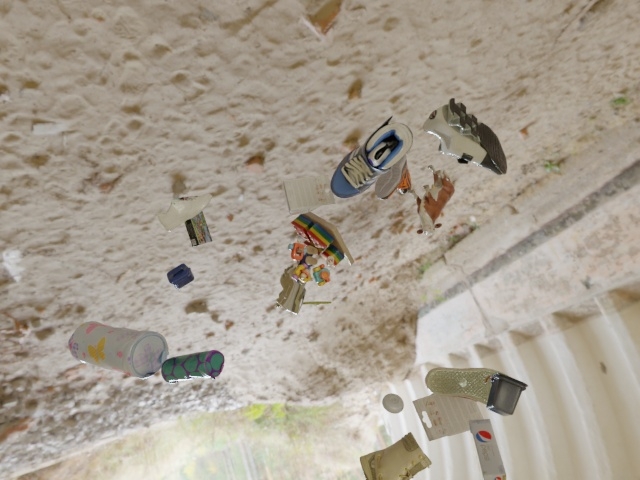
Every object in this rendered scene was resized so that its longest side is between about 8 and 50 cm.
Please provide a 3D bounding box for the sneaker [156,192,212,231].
[{"bbox_3d":[-0.505,-0.126,1.772,0.212,0.094,0.080,-35,-159,-6],"label":"sneaker"}]

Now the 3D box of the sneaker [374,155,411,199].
[{"bbox_3d":[0.376,-0.275,2.350,0.125,0.321,0.180,3,138,36],"label":"sneaker"}]

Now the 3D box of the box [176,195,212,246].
[{"bbox_3d":[-0.523,-0.081,1.994,0.036,0.206,0.114,-17,-177,17],"label":"box"}]

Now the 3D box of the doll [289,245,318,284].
[{"bbox_3d":[-0.058,0.081,1.586,0.046,0.129,0.189,12,151,-17],"label":"doll"}]

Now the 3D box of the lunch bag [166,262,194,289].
[{"bbox_3d":[-0.553,0.139,1.898,0.098,0.067,0.065,-34,146,-3],"label":"lunch bag"}]

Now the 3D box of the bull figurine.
[{"bbox_3d":[0.451,-0.164,1.941,0.101,0.188,0.310,-1,-141,41],"label":"bull figurine"}]

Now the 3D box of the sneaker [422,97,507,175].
[{"bbox_3d":[0.463,-0.309,1.535,0.331,0.122,0.146,36,142,-23],"label":"sneaker"}]

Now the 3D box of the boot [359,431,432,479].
[{"bbox_3d":[0.250,0.725,1.444,0.204,0.262,0.095,-28,121,0],"label":"boot"}]

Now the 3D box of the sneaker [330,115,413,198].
[{"bbox_3d":[0.138,-0.238,1.455,0.323,0.130,0.236,-37,180,18],"label":"sneaker"}]

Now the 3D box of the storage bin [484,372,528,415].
[{"bbox_3d":[0.497,0.425,1.315,0.098,0.091,0.135,21,162,16],"label":"storage bin"}]

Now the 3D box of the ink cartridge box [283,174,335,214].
[{"bbox_3d":[-0.045,-0.179,1.864,0.179,0.145,0.045,-8,152,-12],"label":"ink cartridge box"}]

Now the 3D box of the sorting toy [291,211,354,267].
[{"bbox_3d":[0.000,0.000,2.135,0.089,0.255,0.257,-45,136,-14],"label":"sorting toy"}]

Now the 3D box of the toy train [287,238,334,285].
[{"bbox_3d":[-0.024,0.069,1.438,0.166,0.125,0.046,21,164,-27],"label":"toy train"}]

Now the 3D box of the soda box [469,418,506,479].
[{"bbox_3d":[0.519,0.663,1.492,0.069,0.073,0.216,-7,-156,10],"label":"soda box"}]

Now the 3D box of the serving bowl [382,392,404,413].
[{"bbox_3d":[0.273,0.604,1.792,0.083,0.083,0.027,-11,130,-26],"label":"serving bowl"}]

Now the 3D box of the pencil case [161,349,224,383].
[{"bbox_3d":[-0.298,0.297,1.121,0.152,0.064,0.070,-15,126,28],"label":"pencil case"}]

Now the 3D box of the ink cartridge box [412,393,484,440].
[{"bbox_3d":[0.492,0.655,1.847,0.225,0.180,0.056,-23,-178,15],"label":"ink cartridge box"}]

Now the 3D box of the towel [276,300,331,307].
[{"bbox_3d":[-0.073,0.285,2.139,0.237,0.021,0.102,3,174,-36],"label":"towel"}]

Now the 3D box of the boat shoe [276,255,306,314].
[{"bbox_3d":[-0.104,0.153,1.839,0.113,0.103,0.302,-59,166,-58],"label":"boat shoe"}]

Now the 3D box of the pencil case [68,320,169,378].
[{"bbox_3d":[-0.517,0.274,1.226,0.273,0.113,0.124,1,179,31],"label":"pencil case"}]

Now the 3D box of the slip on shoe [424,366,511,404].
[{"bbox_3d":[0.513,0.492,1.633,0.332,0.123,0.101,7,167,-2],"label":"slip on shoe"}]
